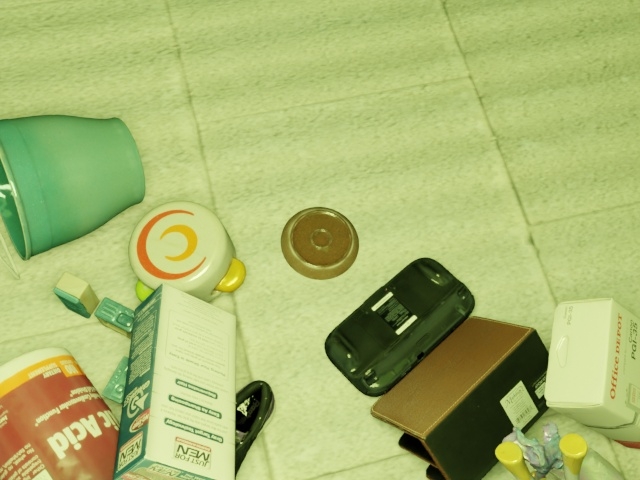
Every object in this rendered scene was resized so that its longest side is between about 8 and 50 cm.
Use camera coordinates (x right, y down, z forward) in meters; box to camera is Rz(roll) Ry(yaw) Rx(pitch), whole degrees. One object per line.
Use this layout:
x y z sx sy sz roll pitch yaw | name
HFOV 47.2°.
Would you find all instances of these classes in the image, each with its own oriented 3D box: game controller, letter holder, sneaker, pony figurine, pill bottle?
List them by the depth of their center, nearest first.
0.416 0.463 1.220 0.303 0.363 0.351 -37 34 -11 | pony figurine
-0.422 0.394 1.238 0.224 0.224 0.392 -36 75 -18 | pill bottle
-0.179 0.375 1.325 0.107 0.124 0.283 27 68 6 | sneaker
0.274 0.302 1.405 0.302 0.214 0.152 -39 108 -19 | letter holder
0.162 0.167 1.487 0.319 0.067 0.166 -38 61 -19 | game controller

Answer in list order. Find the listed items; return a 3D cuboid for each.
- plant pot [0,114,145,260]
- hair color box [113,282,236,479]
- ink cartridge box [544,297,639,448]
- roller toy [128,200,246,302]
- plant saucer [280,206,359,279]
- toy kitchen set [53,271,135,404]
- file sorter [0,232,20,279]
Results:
-0.494 -0.126 1.438 0.255 0.271 0.271 -18 70 -28 | plant pot
-0.244 0.261 1.277 0.174 0.105 0.347 29 36 -31 | hair color box
0.561 0.256 1.382 0.283 0.117 0.207 29 64 -32 | ink cartridge box
-0.265 0.029 1.445 0.209 0.146 0.191 -17 68 -1 | roller toy
0.000 0.000 1.550 0.169 0.029 0.168 2 68 -4 | plant saucer
-0.423 0.189 1.378 0.207 0.122 0.166 25 68 5 | toy kitchen set
-0.736 0.039 1.371 0.278 0.193 0.173 -27 75 -15 | file sorter
